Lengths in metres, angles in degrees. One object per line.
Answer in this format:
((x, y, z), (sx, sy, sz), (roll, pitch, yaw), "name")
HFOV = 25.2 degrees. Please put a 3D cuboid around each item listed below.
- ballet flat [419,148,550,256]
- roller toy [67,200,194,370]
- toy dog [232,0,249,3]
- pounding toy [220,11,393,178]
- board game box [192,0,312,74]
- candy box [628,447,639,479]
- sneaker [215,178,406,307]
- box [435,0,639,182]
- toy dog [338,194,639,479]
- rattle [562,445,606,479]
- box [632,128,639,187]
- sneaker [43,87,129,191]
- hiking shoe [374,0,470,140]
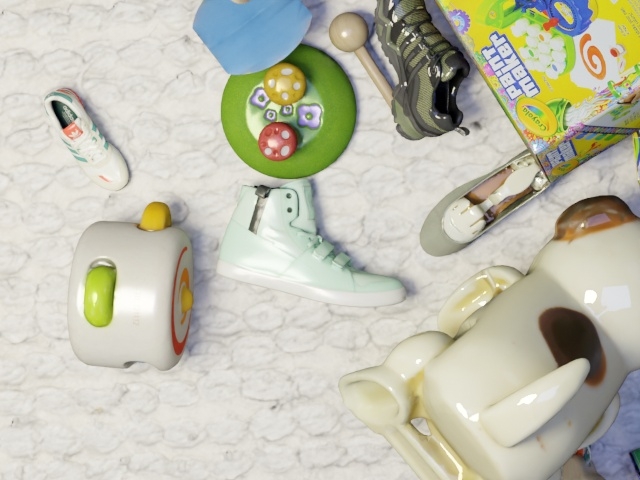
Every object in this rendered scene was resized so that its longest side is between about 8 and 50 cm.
((0.217, -0.052, 1.878), (0.213, 0.068, 0.072), (-36, 92, 8), "ballet flat")
((-0.238, 0.071, 1.874), (0.146, 0.209, 0.191), (4, 132, 5), "roller toy")
((-0.061, -0.437, 1.726), (0.220, 0.333, 0.161), (23, 140, 1), "toy dog")
((-0.023, -0.179, 1.864), (0.237, 0.110, 0.183), (-26, 94, 8), "pounding toy")
((-0.086, -0.280, 1.875), (0.133, 0.033, 0.168), (-37, 57, 0), "board game box")
((0.605, 0.344, 1.862), (0.317, 0.122, 0.268), (-25, 95, 6), "candy box")
((-0.001, 0.000, 1.892), (0.256, 0.094, 0.151), (13, 95, 2), "sneaker")
((0.315, -0.276, 1.748), (0.279, 0.177, 0.290), (-31, 74, 8), "box")
((0.274, 0.121, 1.756), (0.408, 0.395, 0.284), (-39, 77, -25), "toy dog")
((0.389, 0.334, 1.909), (0.143, 0.130, 0.199), (-1, 70, -5), "rattle")
((0.423, -0.151, 1.821), (0.054, 0.059, 0.168), (-6, 74, 17), "box")
((-0.318, -0.132, 1.913), (0.057, 0.075, 0.161), (-33, 92, 8), "sneaker")
((0.143, -0.242, 1.835), (0.114, 0.086, 0.226), (1, 108, 40), "hiking shoe")
